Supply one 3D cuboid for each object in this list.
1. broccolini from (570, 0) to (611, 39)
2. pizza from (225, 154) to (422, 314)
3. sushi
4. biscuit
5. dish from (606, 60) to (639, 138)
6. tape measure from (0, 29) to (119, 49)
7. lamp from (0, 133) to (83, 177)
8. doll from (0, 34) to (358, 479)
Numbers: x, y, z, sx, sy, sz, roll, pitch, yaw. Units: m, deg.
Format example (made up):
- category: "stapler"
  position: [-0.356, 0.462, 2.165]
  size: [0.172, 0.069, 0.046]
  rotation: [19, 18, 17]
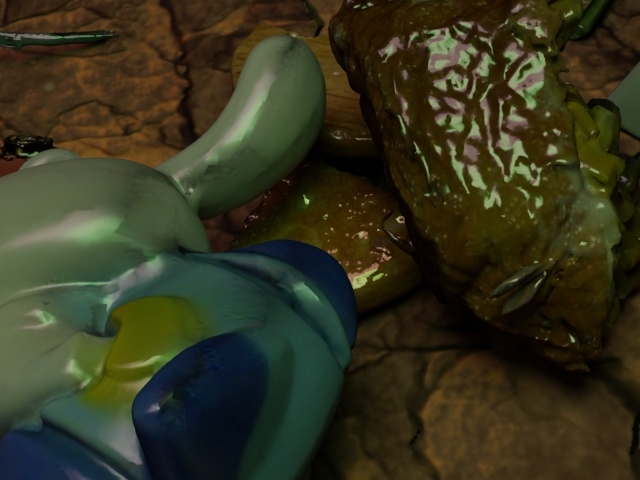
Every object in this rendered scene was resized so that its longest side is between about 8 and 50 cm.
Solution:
- category: "broccolini"
  position: [0.242, -0.237, 0.915]
  size: [0.044, 0.042, 0.218]
  rotation: [24, 63, 32]
- category: "pizza"
  position: [0.000, 0.000, 0.785]
  size: [0.178, 0.041, 0.131]
  rotation: [-25, 52, -5]
- category: "sushi"
  position: [0.112, -0.067, 0.709]
  size: [0.179, 0.167, 0.296]
  rotation: [-17, 59, -3]
- category: "biscuit"
  position: [0.031, -0.101, 0.847]
  size: [0.224, 0.033, 0.144]
  rotation: [12, 41, 20]
- category: "dish"
  position: [0.313, -0.096, 0.761]
  size: [0.154, 0.064, 0.234]
  rotation: [-39, 53, -18]
- category: "tape measure"
  position: [-0.314, -0.246, 1.052]
  size: [0.330, 0.084, 0.164]
  rotation: [9, 58, 24]
- category: "lamp"
  position: [-0.203, -0.026, 0.831]
  size: [0.107, 0.092, 0.107]
  rotation: [2, 19, -1]
- category: "doll"
  position: [-0.113, 0.079, 0.660]
  size: [0.376, 0.187, 0.366]
  rotation: [-41, 47, 13]
